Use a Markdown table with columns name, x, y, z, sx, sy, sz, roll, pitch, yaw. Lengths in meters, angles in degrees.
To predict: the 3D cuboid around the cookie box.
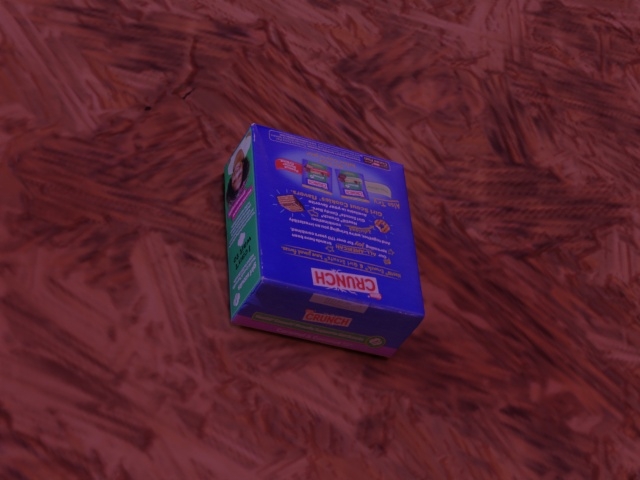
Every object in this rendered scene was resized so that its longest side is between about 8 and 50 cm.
| name | x | y | z | sx | sy | sz | roll | pitch | yaw |
| --- | --- | --- | --- | --- | --- | --- | --- | --- | --- |
| cookie box | 0.000 | 0.000 | 0.904 | 0.092 | 0.040 | 0.107 | 14 | 45 | -21 |
